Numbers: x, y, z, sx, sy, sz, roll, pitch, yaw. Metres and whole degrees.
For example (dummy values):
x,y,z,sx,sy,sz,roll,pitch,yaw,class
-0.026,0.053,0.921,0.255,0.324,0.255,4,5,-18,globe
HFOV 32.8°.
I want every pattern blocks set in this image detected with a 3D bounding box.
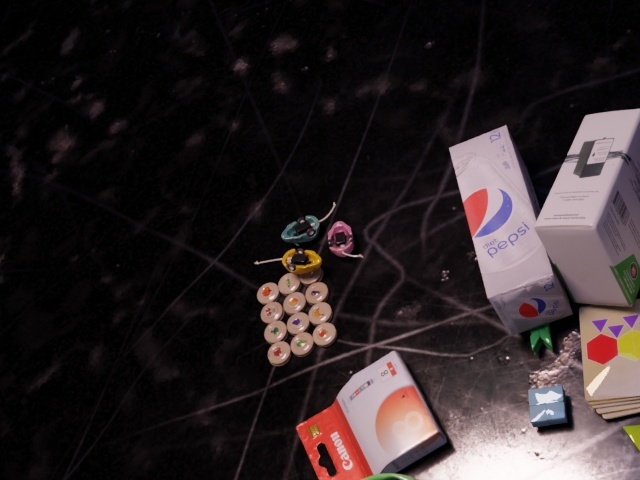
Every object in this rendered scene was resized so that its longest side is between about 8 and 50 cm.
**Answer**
x,y,z,sx,sy,sz,roll,pitch,yaw,class
0.418,0.137,1.352,0.325,0.026,0.285,-2,58,26,pattern blocks set

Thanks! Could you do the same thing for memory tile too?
x,y,z,sx,sy,sz,roll,pitch,yaw,class
-0.036,0.108,1.614,0.113,0.012,0.148,-23,51,12,memory tile

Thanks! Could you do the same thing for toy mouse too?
x,y,z,sx,sy,sz,roll,pitch,yaw,class
0.000,0.000,1.650,0.161,0.031,0.143,4,45,22,toy mouse

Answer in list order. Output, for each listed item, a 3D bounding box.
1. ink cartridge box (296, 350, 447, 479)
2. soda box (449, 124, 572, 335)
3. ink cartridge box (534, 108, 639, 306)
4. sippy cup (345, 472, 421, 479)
x,y,z,sx,sy,sz,roll,pitch,yaw,class
0.059,0.250,1.451,0.179,0.045,0.145,-30,50,3,ink cartridge box
0.255,-0.019,1.475,0.091,0.098,0.286,-21,46,15,soda box
0.369,-0.044,1.389,0.087,0.153,0.208,0,47,41,ink cartridge box
0.042,0.433,1.237,0.224,0.240,0.305,42,126,29,sippy cup
